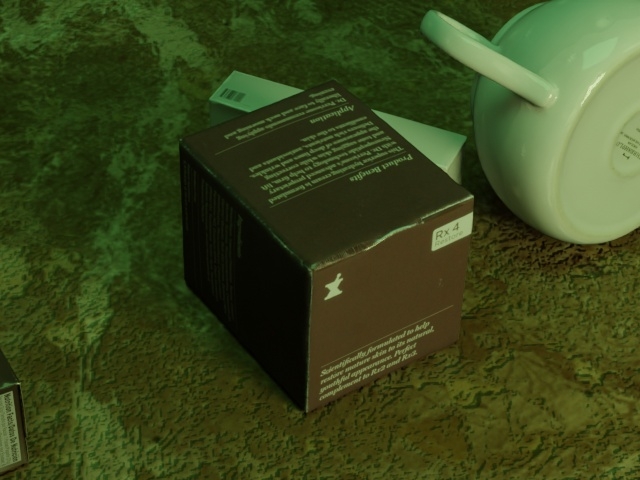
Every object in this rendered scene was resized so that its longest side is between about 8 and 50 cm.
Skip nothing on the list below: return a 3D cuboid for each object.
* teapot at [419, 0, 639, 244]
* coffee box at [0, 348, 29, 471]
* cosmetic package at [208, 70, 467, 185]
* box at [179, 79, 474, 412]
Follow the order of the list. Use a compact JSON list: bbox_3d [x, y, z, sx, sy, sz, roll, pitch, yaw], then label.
[{"bbox_3d":[0.225,-0.132,1.527,0.252,0.256,0.187,-31,46,-23],"label":"teapot"},{"bbox_3d":[-0.369,0.140,1.292,0.246,0.098,0.141,-19,46,-23],"label":"coffee box"},{"bbox_3d":[0.014,-0.078,1.562,0.239,0.099,0.060,18,41,16],"label":"cosmetic package"},{"bbox_3d":[0.000,0.000,1.417,0.168,0.167,0.203,-23,47,-26],"label":"box"}]
